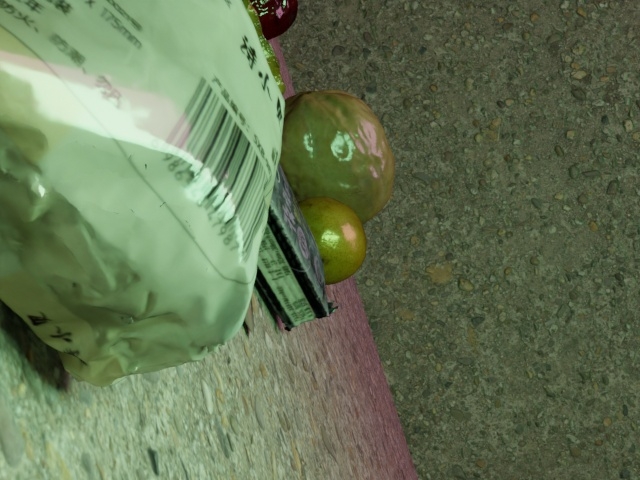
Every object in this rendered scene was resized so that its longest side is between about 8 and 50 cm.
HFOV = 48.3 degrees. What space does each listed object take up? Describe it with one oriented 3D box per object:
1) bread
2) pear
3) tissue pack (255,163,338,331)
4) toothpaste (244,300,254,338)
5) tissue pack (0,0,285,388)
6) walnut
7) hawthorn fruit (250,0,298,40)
[{"bbox_3d":[-0.173,-0.382,1.481,0.088,0.161,0.233,-54,136,-25],"label":"bread"},{"bbox_3d":[0.000,0.000,1.619,0.209,0.209,0.208,-18,90,-83],"label":"pear"},{"bbox_3d":[-0.095,-0.043,1.324,0.259,0.122,0.361,-103,170,-50],"label":"tissue pack"},{"bbox_3d":[-0.130,0.056,1.099,0.067,0.043,0.194,-102,177,-62],"label":"toothpaste"},{"bbox_3d":[-0.164,-0.125,0.525,0.390,0.195,0.375,-78,148,-45],"label":"tissue pack"},{"bbox_3d":[0.019,-0.208,1.819,0.381,0.382,0.381,-18,90,-83],"label":"walnut"},{"bbox_3d":[-0.149,-0.682,2.022,0.210,0.266,0.230,127,-50,-76],"label":"hawthorn fruit"}]
